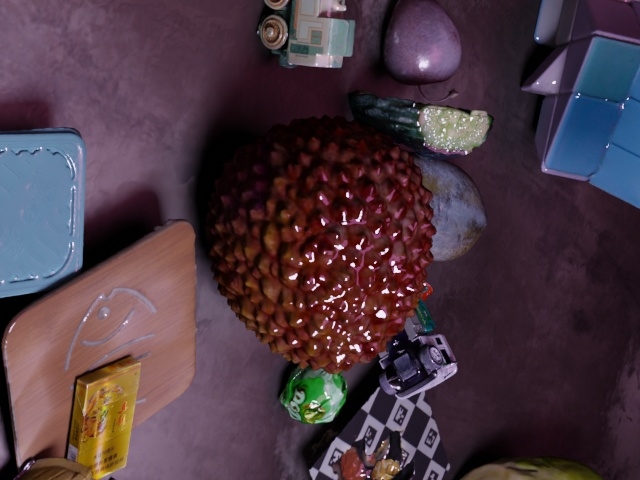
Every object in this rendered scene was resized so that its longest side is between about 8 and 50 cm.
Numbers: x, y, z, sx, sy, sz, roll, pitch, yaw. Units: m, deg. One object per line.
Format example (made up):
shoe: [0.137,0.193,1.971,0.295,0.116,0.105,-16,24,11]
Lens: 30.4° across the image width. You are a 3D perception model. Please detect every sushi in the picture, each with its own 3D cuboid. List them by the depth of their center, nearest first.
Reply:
sushi: [0.082,0.356,1.883,0.292,0.059,0.294,-44,131,-34]

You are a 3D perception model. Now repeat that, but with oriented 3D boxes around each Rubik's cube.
Rubik's cube: [0.535,-0.261,2.050,0.368,0.358,0.387,-85,-170,-53]

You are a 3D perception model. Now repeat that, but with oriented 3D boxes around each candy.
candy: [0.047,0.155,1.782,0.323,0.097,0.097,-49,135,-41]

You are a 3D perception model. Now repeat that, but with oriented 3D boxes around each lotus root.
lotus root: [0.136,-0.058,1.763,0.322,0.140,0.158,16,89,-49]

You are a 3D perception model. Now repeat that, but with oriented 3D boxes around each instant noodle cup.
instant noodle cup: [-0.331,-0.033,1.249,0.157,0.070,0.179,-8,108,-49]

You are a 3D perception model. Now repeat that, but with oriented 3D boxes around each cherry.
cherry: [0.163,-0.296,1.762,0.188,0.115,0.148,-20,77,-55]

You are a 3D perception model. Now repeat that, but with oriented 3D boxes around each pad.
pad: [-0.250,0.137,1.387,0.286,0.018,0.284,-35,142,-40]

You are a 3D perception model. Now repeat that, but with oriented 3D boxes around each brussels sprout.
brussels sprout: [0.398,0.542,2.173,0.315,0.276,0.371,-42,125,-18]

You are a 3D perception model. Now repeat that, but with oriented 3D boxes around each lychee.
lychee: [0.000,0.000,1.483,0.306,0.306,0.330,46,27,-47]

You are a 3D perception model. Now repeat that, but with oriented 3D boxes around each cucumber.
cucumber: [0.134,-0.168,1.684,0.115,0.193,0.086,-6,114,-50]

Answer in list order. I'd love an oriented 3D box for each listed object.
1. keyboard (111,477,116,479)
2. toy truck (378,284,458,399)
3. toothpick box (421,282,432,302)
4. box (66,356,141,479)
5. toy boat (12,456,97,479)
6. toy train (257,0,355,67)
keyboard: [-0.281,0.397,1.459,0.064,0.010,0.198,54,48,-46]
toy truck: [0.123,0.121,1.750,0.116,0.110,0.216,-1,60,-56]
toothpick box: [0.142,0.104,1.892,0.083,0.047,0.047,-59,138,-19]
box: [-0.260,0.219,1.403,0.089,0.022,0.156,-20,131,-51]
toy boat: [-0.353,0.383,1.295,0.321,0.121,0.089,-50,156,-24]
toy train: [-0.012,-0.317,1.514,0.081,0.125,0.194,-10,109,-53]
